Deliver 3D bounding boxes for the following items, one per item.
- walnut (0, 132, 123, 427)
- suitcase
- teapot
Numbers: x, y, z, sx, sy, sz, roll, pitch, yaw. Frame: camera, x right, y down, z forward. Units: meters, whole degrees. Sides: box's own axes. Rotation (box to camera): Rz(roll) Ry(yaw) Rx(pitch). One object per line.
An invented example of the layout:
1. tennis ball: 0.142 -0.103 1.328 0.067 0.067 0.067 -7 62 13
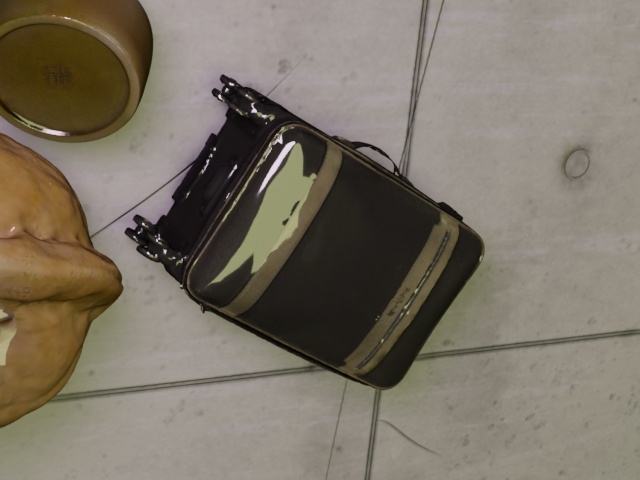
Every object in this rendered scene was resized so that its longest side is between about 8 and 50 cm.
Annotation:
1. walnut: -0.421 0.040 1.230 0.383 0.383 0.384 -9 114 -22
2. suitcase: 0.000 0.000 1.487 0.433 0.194 0.283 30 96 -33
3. teapot: -0.277 -0.239 1.268 0.185 0.175 0.268 4 137 -5
